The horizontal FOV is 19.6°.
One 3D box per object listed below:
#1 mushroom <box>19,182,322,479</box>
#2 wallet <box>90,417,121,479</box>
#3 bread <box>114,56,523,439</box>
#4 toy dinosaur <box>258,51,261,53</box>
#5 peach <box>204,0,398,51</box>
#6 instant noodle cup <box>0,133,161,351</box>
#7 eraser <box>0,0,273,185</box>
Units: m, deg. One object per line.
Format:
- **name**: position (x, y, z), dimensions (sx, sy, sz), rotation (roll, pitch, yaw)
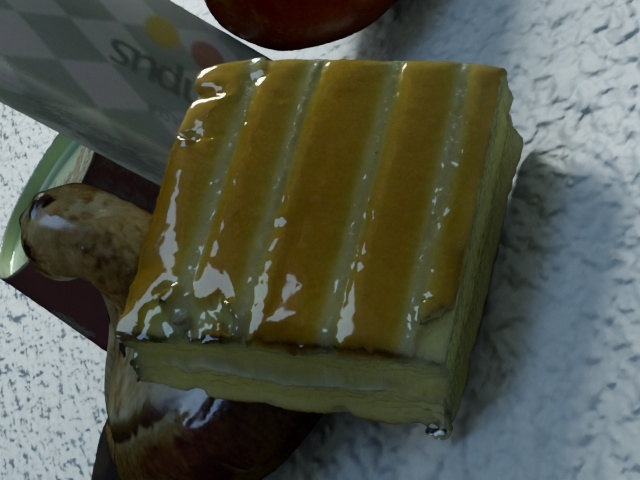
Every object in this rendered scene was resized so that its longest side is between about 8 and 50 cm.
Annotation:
- **mushroom**: position (-0.090, 0.080, 1.422), dimensions (0.267, 0.254, 0.267), rotation (2, 92, 62)
- **wallet**: position (-0.173, 0.253, 1.573), dimensions (0.165, 0.042, 0.309), rotation (-27, 41, 50)
- **bread**: position (0.000, 0.000, 1.275), dimensions (0.239, 0.111, 0.246), rotation (3, 60, 20)
- **toy dinosaur**: position (-0.121, -0.134, 1.866), dimensions (0.363, 0.076, 0.147), rotation (-20, 53, 66)
- **peach**: position (-0.015, -0.270, 1.619), dimensions (0.243, 0.199, 0.243), rotation (-40, 10, 8)
- **instant noodle cup**: position (-0.174, -0.003, 1.691), dimensions (0.235, 0.178, 0.235), rotation (-47, 25, 30)
- **eraser**: position (-0.165, -0.145, 1.553), dimensions (0.082, 0.397, 0.213), rotation (-41, 31, 40)
